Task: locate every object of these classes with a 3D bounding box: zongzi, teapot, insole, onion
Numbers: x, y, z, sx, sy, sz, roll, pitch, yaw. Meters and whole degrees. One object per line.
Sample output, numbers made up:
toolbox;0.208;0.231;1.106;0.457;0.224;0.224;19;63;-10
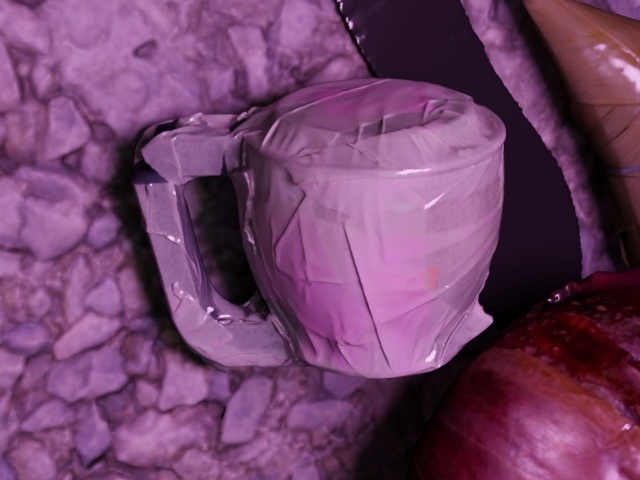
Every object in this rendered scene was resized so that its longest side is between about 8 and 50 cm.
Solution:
zongzi;0.268;-0.123;1.291;0.228;0.115;0.256;-35;104;-16
teapot;0.008;0.004;1.162;0.221;0.163;0.178;-11;112;-23
insole;0.100;-0.064;1.274;0.109;0.007;0.322;-36;113;-16
onion;0.241;0.214;1.190;0.347;0.385;0.348;-19;129;-26
